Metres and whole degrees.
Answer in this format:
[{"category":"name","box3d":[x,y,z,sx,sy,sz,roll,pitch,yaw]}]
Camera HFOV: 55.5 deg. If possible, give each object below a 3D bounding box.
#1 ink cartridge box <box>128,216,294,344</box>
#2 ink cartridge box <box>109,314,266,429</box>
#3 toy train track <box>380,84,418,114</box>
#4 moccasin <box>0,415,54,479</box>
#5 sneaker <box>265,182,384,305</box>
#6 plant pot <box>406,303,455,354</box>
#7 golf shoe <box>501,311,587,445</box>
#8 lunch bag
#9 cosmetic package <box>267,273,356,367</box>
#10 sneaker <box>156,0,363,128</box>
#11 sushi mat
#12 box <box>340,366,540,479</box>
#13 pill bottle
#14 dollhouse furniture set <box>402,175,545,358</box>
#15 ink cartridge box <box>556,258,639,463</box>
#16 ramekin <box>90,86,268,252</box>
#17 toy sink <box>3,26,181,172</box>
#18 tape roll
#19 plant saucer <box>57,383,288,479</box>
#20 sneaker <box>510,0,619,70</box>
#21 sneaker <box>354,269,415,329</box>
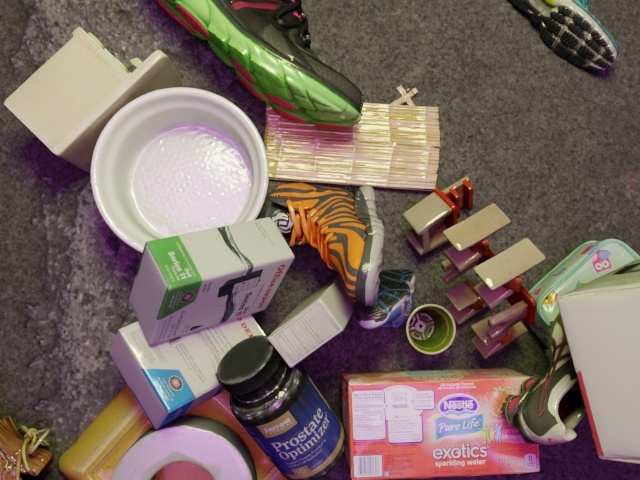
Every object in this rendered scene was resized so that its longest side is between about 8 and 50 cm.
[{"category":"ink cartridge box","box3d":[-0.162,0.057,0.911,0.209,0.153,0.086,-14,59,-36]},{"category":"ink cartridge box","box3d":[-0.200,0.177,0.961,0.203,0.086,0.148,-22,68,-41]},{"category":"toy train track","box3d":[0.142,-0.253,1.108,0.083,0.014,0.048,-34,88,-4]},{"category":"moccasin","box3d":[-0.478,0.371,0.965,0.147,0.139,0.379,-28,75,-21]},{"category":"sneaker","box3d":[0.000,0.000,0.951,0.180,0.321,0.124,4,113,-3]},{"category":"plant pot","box3d":[0.181,0.150,1.049,0.084,0.079,0.083,0,86,-4]},{"category":"golf shoe","box3d":[0.392,0.192,0.913,0.105,0.120,0.272,39,74,-9]},{"category":"lunch bag","box3d":[0.513,0.146,1.053,0.224,0.108,0.279,-42,90,-8]},{"category":"cosmetic package","box3d":[0.002,0.114,0.953,0.099,0.239,0.060,-36,90,14]},{"category":"sneaker","box3d":[-0.098,-0.378,1.012,0.483,0.185,0.202,44,85,4]},{"category":"sushi mat","box3d":[0.055,-0.174,1.090,0.317,0.019,0.151,4,87,-1]},{"category":"box","box3d":[0.187,0.294,1.007,0.300,0.142,0.153,-2,86,-4]},{"category":"pill bottle","box3d":[-0.059,0.250,0.912,0.123,0.123,0.219,-33,118,-5]},{"category":"dollhouse furniture set","box3d":[0.260,0.026,0.989,0.135,0.262,0.259,-30,57,-7]},{"category":"ink cartridge box","box3d":[0.476,0.146,0.852,0.306,0.131,0.225,-10,85,-47]},{"category":"ramekin","box3d":[-0.223,-0.101,1.018,0.278,0.135,0.276,0,86,-2]},{"category":"toy sink","box3d":[-0.370,-0.249,1.013,0.131,0.153,0.234,45,86,1]},{"category":"tape roll","box3d":[-0.208,0.387,0.937,0.220,0.072,0.219,0,87,-3]},{"category":"plant saucer","box3d":[-0.221,0.367,1.013,0.333,0.081,0.332,41,85,1]},{"category":"sneaker","box3d":[0.447,-0.429,1.097,0.110,0.107,0.275,-39,89,-14]},{"category":"sneaker","box3d":[0.115,0.108,0.993,0.080,0.211,0.081,1,102,24]}]
